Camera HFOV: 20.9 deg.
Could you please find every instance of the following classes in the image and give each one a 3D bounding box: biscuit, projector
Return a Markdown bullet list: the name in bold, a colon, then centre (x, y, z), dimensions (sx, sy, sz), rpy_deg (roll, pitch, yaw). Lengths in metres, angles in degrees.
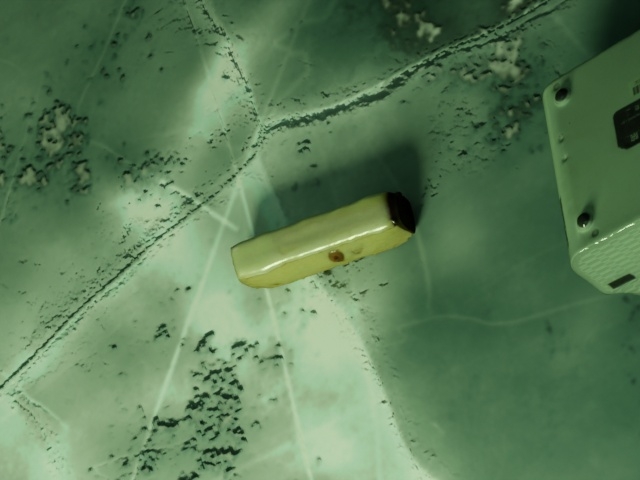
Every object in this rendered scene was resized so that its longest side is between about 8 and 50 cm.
- **biscuit**: centre (0.000, 0.000, 1.687), dimensions (0.188, 0.056, 0.052), rpy_deg (-20, 72, 24)
- **projector**: centre (0.315, -0.090, 1.457), dimensions (0.250, 0.108, 0.198), rpy_deg (-29, 46, 30)
